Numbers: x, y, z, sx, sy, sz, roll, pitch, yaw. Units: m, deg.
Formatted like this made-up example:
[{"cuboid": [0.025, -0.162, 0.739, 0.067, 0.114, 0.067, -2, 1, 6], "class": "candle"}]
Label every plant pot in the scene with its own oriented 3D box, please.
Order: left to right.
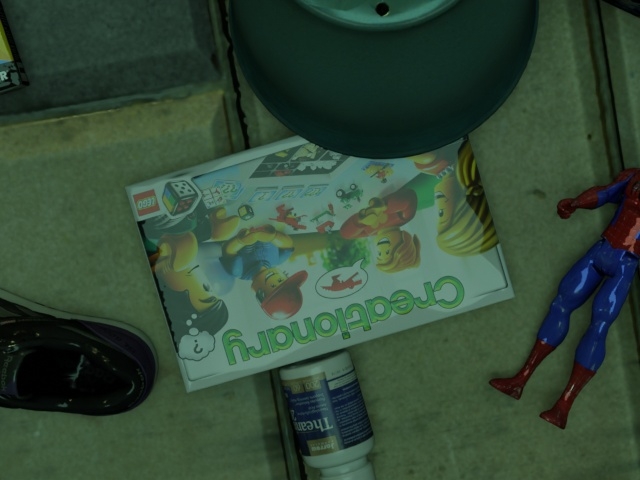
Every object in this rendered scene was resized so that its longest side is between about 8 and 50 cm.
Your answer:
[{"cuboid": [0.046, -0.223, 1.329, 0.272, 0.255, 0.271, -1, 81, 4], "class": "plant pot"}]

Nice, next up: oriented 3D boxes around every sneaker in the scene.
[{"cuboid": [-0.285, 0.094, 1.441, 0.283, 0.124, 0.107, 7, 93, 0], "class": "sneaker"}]

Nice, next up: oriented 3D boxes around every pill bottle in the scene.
[{"cuboid": [0.010, 0.163, 1.476, 0.067, 0.067, 0.120, -16, 94, 1], "class": "pill bottle"}]

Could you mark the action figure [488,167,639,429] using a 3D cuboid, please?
[{"cuboid": [0.238, 0.019, 1.431, 0.091, 0.139, 0.280, 32, 91, 31], "class": "action figure"}]

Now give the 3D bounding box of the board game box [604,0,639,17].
[{"cuboid": [0.260, -0.226, 1.399, 0.141, 0.170, 0.048, 24, 95, -1], "class": "board game box"}]

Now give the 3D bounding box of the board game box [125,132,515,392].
[{"cuboid": [0.000, 0.000, 1.471, 0.305, 0.053, 0.193, -17, 93, 1], "class": "board game box"}]

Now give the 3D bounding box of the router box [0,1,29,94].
[{"cuboid": [-0.364, -0.172, 1.462, 0.179, 0.046, 0.133, -19, 94, 1], "class": "router box"}]
